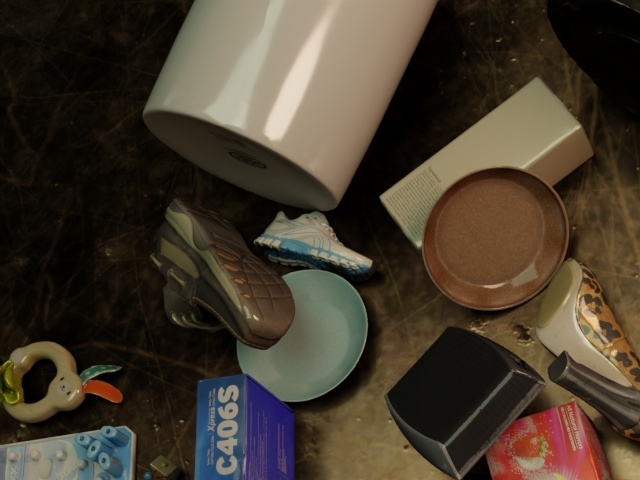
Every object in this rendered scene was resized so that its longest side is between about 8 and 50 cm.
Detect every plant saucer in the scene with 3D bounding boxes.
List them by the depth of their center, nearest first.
[{"bbox_3d":[0.226,-0.006,1.899,0.198,0.198,0.036,-37,18,3],"label":"plant saucer"},{"bbox_3d":[-0.021,0.136,2.000,0.195,0.037,0.195,-9,63,19],"label":"plant saucer"}]

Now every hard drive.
[{"bbox_3d":[0.168,0.190,1.796,0.172,0.054,0.255,-47,16,-3],"label":"hard drive"}]

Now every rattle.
[{"bbox_3d":[-0.401,0.188,2.084,0.200,0.142,0.130,6,50,32],"label":"rattle"}]

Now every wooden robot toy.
[{"bbox_3d":[-0.192,0.377,1.957,0.173,0.076,0.079,50,126,33],"label":"wooden robot toy"}]

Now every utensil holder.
[{"bbox_3d":[-0.034,-0.276,2.041,0.328,0.327,0.385,18,77,29],"label":"utensil holder"}]

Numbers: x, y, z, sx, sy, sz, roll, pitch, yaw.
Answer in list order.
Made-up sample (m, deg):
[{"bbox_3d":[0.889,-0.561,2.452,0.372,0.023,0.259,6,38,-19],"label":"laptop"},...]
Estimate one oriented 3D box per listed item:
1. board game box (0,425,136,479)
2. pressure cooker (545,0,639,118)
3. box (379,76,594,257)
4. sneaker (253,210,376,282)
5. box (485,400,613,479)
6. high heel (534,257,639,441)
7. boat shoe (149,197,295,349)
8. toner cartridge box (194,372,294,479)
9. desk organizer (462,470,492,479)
[{"bbox_3d":[-0.447,0.465,2.020,0.390,0.050,0.390,-11,63,18],"label":"board game box"},{"bbox_3d":[0.532,-0.357,1.809,0.370,0.375,0.420,39,84,7],"label":"pressure cooker"},{"bbox_3d":[0.226,-0.088,1.967,0.275,0.094,0.113,-36,58,4],"label":"box"},{"bbox_3d":[0.000,0.000,2.040,0.191,0.071,0.083,17,67,28],"label":"sneaker"},{"bbox_3d":[0.292,0.338,1.717,0.128,0.122,0.257,-20,60,14],"label":"box"},{"bbox_3d":[0.367,0.139,1.829,0.093,0.186,0.261,-48,17,33],"label":"high heel"},{"bbox_3d":[-0.144,0.069,2.014,0.130,0.132,0.355,-59,31,12],"label":"boat shoe"},{"bbox_3d":[-0.097,0.362,1.850,0.075,0.165,0.347,-10,62,20],"label":"toner cartridge box"},{"bbox_3d":[0.196,0.355,1.794,0.047,0.050,0.130,1,67,24],"label":"desk organizer"}]
